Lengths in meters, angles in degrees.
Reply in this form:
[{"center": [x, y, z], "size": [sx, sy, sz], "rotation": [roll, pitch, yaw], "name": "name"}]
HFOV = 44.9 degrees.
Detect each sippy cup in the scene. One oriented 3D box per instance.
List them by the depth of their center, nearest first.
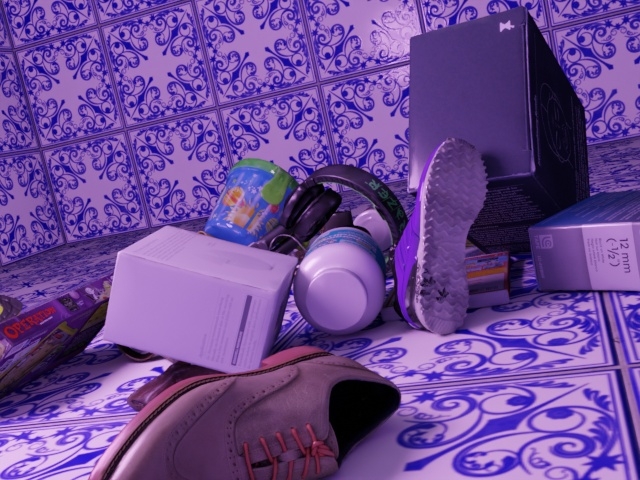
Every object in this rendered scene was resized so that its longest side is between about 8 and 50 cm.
[{"center": [-0.184, -0.058, 2.021], "size": [0.240, 0.305, 0.224], "rotation": [15, 52, 20], "name": "sippy cup"}]

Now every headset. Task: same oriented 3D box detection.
[{"center": [0.000, 0.000, 1.577], "size": [0.394, 0.243, 0.185], "rotation": [-25, 16, 50], "name": "headset"}]

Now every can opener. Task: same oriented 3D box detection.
[{"center": [-0.141, 0.029, 1.878], "size": [0.095, 0.076, 0.283], "rotation": [-19, 13, 41], "name": "can opener"}]

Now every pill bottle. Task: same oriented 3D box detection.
[{"center": [0.035, 0.067, 1.262], "size": [0.146, 0.146, 0.264], "rotation": [-11, 9, 6], "name": "pill bottle"}, {"center": [0.147, -0.037, 1.917], "size": [0.108, 0.107, 0.180], "rotation": [-10, 8, 17], "name": "pill bottle"}]

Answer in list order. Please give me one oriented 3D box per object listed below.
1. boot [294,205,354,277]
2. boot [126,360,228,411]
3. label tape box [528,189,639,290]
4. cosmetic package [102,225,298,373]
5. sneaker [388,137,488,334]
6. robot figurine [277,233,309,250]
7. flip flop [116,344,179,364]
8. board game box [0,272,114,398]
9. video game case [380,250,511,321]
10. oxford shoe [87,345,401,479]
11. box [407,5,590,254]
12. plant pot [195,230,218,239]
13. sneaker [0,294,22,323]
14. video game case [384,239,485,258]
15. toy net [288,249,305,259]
[{"center": [-0.006, 0.005, 1.757], "size": [0.198, 0.137, 0.077], "rotation": [-12, 8, 5], "name": "boot"}, {"center": [-0.200, 0.205, 1.075], "size": [0.106, 0.037, 0.114], "rotation": [-5, 15, 33], "name": "boot"}, {"center": [0.531, -0.007, 1.160], "size": [0.348, 0.115, 0.249], "rotation": [0, 15, 45], "name": "label tape box"}, {"center": [-0.168, 0.083, 1.145], "size": [0.225, 0.138, 0.224], "rotation": [15, 12, 3], "name": "cosmetic package"}, {"center": [0.160, -0.009, 1.171], "size": [0.102, 0.293, 0.146], "rotation": [14, -8, -22], "name": "sneaker"}, {"center": [-0.069, -0.003, 2.135], "size": [0.101, 0.067, 0.115], "rotation": [-27, 11, -12], "name": "robot figurine"}, {"center": [-0.303, 0.164, 1.314], "size": [0.080, 0.112, 0.277], "rotation": [-32, 22, -24], "name": "flip flop"}, {"center": [-0.461, 0.168, 1.292], "size": [0.208, 0.056, 0.347], "rotation": [-52, -6, 21], "name": "board game box"}, {"center": [0.226, 0.075, 1.341], "size": [0.204, 0.025, 0.285], "rotation": [-10, 9, 16], "name": "video game case"}, {"center": [-0.056, 0.183, 0.725], "size": [0.130, 0.123, 0.348], "rotation": [2, 17, 39], "name": "oxford shoe"}, {"center": [0.330, -0.169, 1.383], "size": [0.212, 0.293, 0.395], "rotation": [-7, -21, 30], "name": "box"}, {"center": [-0.270, 0.052, 1.930], "size": [0.095, 0.134, 0.134], "rotation": [15, -7, -31], "name": "plant pot"}, {"center": [-0.602, 0.223, 1.325], "size": [0.111, 0.121, 0.300], "rotation": [10, 33, 12], "name": "sneaker"}, {"center": [0.262, 0.021, 1.645], "size": [0.206, 0.026, 0.227], "rotation": [-18, 9, -33], "name": "video game case"}, {"center": [-0.017, 0.024, 1.957], "size": [0.232, 0.045, 0.122], "rotation": [-6, 11, 38], "name": "toy net"}]
